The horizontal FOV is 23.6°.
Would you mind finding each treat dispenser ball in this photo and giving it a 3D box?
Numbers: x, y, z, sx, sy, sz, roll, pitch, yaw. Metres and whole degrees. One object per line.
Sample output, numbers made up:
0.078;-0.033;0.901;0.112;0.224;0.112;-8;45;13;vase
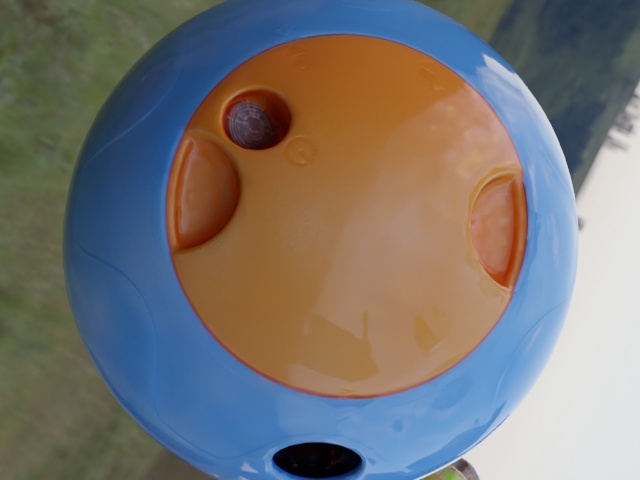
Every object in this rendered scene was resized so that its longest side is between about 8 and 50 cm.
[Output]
0.000;0.000;0.864;0.288;0.288;0.288;-62;174;-12;treat dispenser ball

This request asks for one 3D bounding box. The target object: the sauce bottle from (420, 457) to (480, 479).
0.071;0.349;1.708;0.344;0.111;0.111;-35;153;-54;sauce bottle
